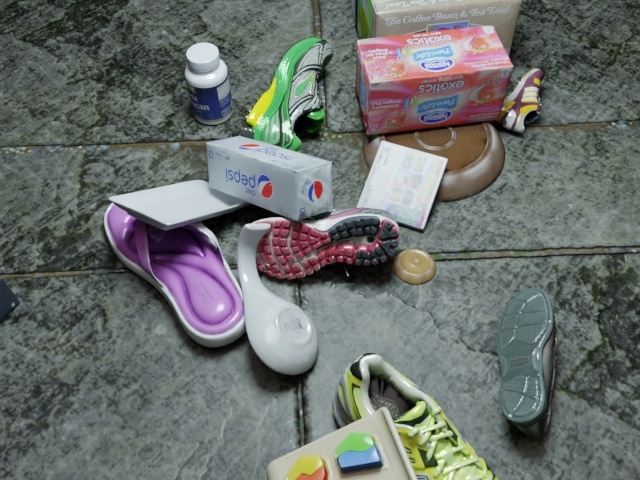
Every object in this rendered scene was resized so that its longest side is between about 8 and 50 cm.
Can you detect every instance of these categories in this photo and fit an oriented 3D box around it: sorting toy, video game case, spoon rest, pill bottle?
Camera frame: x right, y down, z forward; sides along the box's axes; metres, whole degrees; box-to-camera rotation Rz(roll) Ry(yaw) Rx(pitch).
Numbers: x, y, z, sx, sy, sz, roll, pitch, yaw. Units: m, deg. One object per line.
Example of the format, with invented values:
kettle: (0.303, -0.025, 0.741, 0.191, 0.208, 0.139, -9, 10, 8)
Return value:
sorting toy: (0.029, 0.344, 0.946, 0.208, 0.038, 0.193, -30, 43, 6)
video game case: (0.166, -0.113, 1.415, 0.143, 0.019, 0.157, 18, 78, 14)
spoon rest: (-0.086, 0.107, 1.228, 0.137, 0.084, 0.276, -1, 62, -40)
pill bottle: (-0.249, -0.347, 1.546, 0.094, 0.169, 0.094, -1, 52, 1)

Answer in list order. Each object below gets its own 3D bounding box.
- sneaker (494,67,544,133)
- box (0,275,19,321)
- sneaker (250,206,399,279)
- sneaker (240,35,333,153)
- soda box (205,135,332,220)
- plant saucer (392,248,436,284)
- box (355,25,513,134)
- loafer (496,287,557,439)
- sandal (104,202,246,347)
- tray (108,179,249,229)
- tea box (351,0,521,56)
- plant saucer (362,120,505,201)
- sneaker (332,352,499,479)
sneaker: (0.467, -0.310, 1.572, 0.084, 0.069, 0.185, 36, 67, 15)
box: (-0.664, 0.115, 1.250, 0.158, 0.093, 0.156, 23, 56, 16)
sneaker: (0.000, 0.000, 1.323, 0.299, 0.121, 0.112, -2, 19, 7)
sneaker: (-0.045, -0.311, 1.556, 0.146, 0.134, 0.344, 21, 64, 8)
soda box: (-0.104, -0.126, 1.346, 0.091, 0.098, 0.286, -20, 29, -38)
plant saucer: (0.180, 0.045, 1.331, 0.083, 0.015, 0.083, 0, 52, 1)
box: (0.232, -0.338, 1.480, 0.299, 0.154, 0.142, -7, 53, -6)
loafer: (0.353, 0.205, 1.179, 0.096, 0.084, 0.267, -12, 41, 33)
sandal: (-0.266, 0.021, 1.306, 0.169, 0.102, 0.416, -35, 59, -23)
tray: (-0.261, -0.067, 1.341, 0.145, 0.030, 0.270, 21, 21, 23)
tea box: (0.258, -0.560, 1.666, 0.329, 0.220, 0.324, -6, 52, -3)
plant saucer: (0.246, -0.215, 1.511, 0.310, 0.050, 0.311, -1, 53, 1)
sneaker: (0.158, 0.326, 1.034, 0.145, 0.147, 0.384, -37, 61, -26)
